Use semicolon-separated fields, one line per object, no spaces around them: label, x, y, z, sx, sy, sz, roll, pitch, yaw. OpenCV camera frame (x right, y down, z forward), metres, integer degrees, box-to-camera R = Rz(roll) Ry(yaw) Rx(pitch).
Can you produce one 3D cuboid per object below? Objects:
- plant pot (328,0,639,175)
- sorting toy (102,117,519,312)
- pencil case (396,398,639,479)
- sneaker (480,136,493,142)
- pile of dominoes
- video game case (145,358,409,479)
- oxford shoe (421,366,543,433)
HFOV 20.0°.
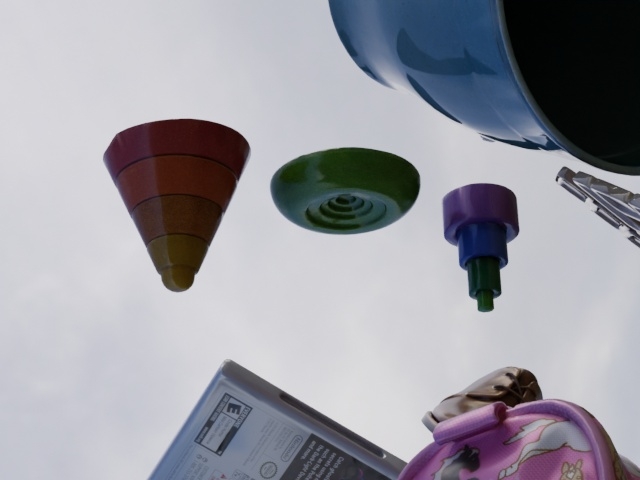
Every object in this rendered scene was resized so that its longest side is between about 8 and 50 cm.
plant pot;0.148;-0.189;1.302;0.272;0.255;0.271;-4;-82;-34
sorting toy;0.000;0.000;1.488;0.366;0.127;0.126;9;-118;-21
pencil case;0.200;0.232;1.054;0.386;0.167;0.160;36;-90;-38
sneaker;0.122;-0.154;1.570;0.058;0.085;0.152;104;173;-62
pile of dominoes;0.265;0.018;1.161;0.251;0.196;0.040;37;-89;-20
video game case;-0.037;0.195;1.280;0.190;0.173;0.022;-57;5;28
oxford shoe;0.125;0.125;1.316;0.076;0.076;0.212;40;-172;3
